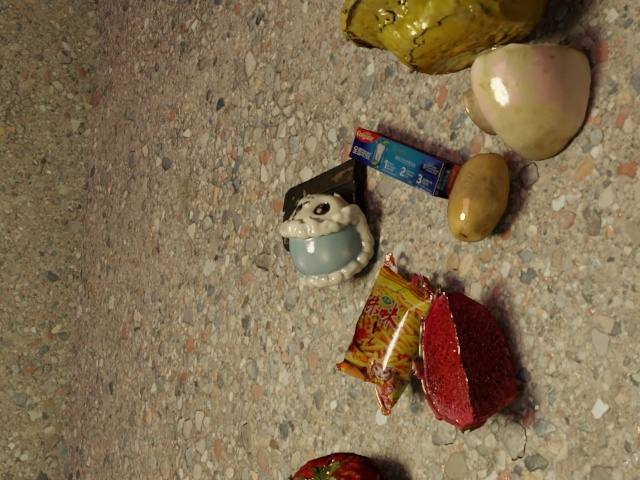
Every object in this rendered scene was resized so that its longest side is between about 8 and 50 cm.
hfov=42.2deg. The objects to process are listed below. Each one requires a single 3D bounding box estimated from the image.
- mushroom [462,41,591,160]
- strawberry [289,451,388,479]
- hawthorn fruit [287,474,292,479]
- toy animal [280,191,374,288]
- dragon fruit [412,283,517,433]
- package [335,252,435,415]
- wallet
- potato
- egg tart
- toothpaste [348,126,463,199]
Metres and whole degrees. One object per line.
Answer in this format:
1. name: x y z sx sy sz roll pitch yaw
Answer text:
1. mushroom: 0.344 -0.241 1.488 0.236 0.162 0.173 -21 64 53
2. strawberry: 0.035 0.567 1.703 0.274 0.220 0.274 -36 20 16
3. hawthorn fruit: -0.094 0.650 1.871 0.207 0.207 0.243 -18 58 52
4. toy animal: 0.000 0.000 1.887 0.208 0.156 0.204 2 120 47
5. dragon fruit: 0.261 0.226 1.537 0.161 0.126 0.274 -46 47 51
6. package: 0.146 0.188 1.720 0.223 0.108 0.288 38 105 57
7. wallet: -0.001 -0.084 2.037 0.321 0.044 0.170 -19 69 52
8. potato: 0.299 -0.084 1.562 0.109 0.118 0.178 13 78 20
9. egg tart: 0.247 -0.416 1.457 0.443 0.443 0.178 -28 76 48
10. toothpaste: 0.178 -0.170 1.789 0.320 0.066 0.076 34 110 53
